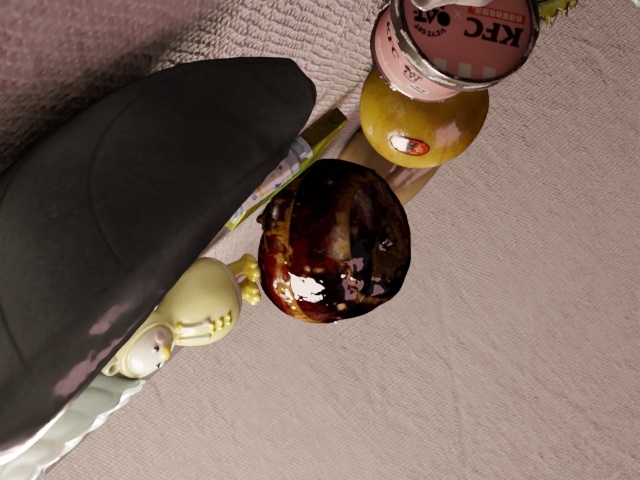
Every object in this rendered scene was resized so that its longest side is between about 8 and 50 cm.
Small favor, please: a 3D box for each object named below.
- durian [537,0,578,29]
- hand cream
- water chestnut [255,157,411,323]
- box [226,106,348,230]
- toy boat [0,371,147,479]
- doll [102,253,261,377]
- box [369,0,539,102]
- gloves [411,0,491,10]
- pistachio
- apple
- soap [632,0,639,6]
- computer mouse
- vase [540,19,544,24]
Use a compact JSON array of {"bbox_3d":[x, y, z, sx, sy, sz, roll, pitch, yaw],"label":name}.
[{"bbox_3d":[0.240,-0.356,1.415,0.352,0.158,0.169,-43,143,-15],"label":"durian"},{"bbox_3d":[-0.084,-0.069,1.457,0.171,0.043,0.065,-38,171,-12],"label":"hand cream"},{"bbox_3d":[0.000,0.000,1.935,0.300,0.300,0.300,-43,178,-2],"label":"water chestnut"},{"bbox_3d":[-0.050,-0.100,1.611,0.193,0.030,0.121,-43,178,-33],"label":"box"},{"bbox_3d":[-0.395,0.282,1.746,0.290,0.100,0.199,-44,177,-9],"label":"toy boat"},{"bbox_3d":[-0.209,0.122,1.761,0.296,0.117,0.141,-42,152,-36],"label":"doll"},{"bbox_3d":[0.129,-0.217,1.202,0.151,0.151,0.135,-43,-174,-18],"label":"box"},{"bbox_3d":[0.141,-0.264,1.051,0.229,0.097,0.119,-26,139,-62],"label":"gloves"},{"bbox_3d":[0.131,-0.155,2.155,0.293,0.162,0.181,-48,-167,22],"label":"pistachio"},{"bbox_3d":[0.140,-0.186,1.574,0.182,0.182,0.155,-43,167,-20],"label":"apple"},{"bbox_3d":[0.478,-0.474,1.820,0.119,0.198,0.066,-43,176,-21],"label":"soap"},{"bbox_3d":[-0.125,-0.017,0.711,0.188,0.122,0.371,-41,-174,34],"label":"computer mouse"},{"bbox_3d":[0.313,-0.382,2.039,0.219,0.096,0.096,-38,175,-38],"label":"vase"}]
